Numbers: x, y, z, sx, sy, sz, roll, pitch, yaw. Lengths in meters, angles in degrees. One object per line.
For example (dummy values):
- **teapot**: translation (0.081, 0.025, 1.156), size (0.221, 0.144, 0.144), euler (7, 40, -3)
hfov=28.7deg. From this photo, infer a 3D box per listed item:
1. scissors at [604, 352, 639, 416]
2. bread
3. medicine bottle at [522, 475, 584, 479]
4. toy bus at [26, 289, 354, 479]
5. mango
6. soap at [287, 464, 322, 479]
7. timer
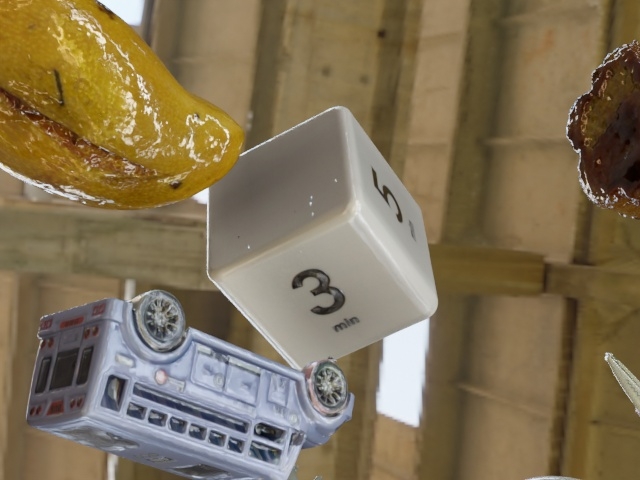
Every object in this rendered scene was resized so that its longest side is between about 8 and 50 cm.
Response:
- **scissors**: translation (0.351, 0.186, 1.308), size (0.176, 0.085, 0.022), euler (52, -8, -8)
- **bread**: translation (0.423, -0.143, 1.581), size (0.247, 0.135, 0.232), euler (-44, -126, 43)
- **medicine bottle**: translation (0.277, 0.469, 1.491), size (0.212, 0.212, 0.325), euler (-26, -148, 47)
- **toy bus**: translation (-0.063, 0.084, 0.641), size (0.073, 0.167, 0.076), euler (-18, -125, 45)
- **mango**: translation (-0.211, -0.118, 1.098), size (0.177, 0.295, 0.120), euler (-49, -161, 22)
- **soap**: translation (-0.096, 0.431, 1.392), size (0.258, 0.159, 0.302), euler (-18, -108, 14)
- **timer**: translation (0.000, 0.000, 1.425), size (0.192, 0.195, 0.194), euler (-26, -142, 18)
